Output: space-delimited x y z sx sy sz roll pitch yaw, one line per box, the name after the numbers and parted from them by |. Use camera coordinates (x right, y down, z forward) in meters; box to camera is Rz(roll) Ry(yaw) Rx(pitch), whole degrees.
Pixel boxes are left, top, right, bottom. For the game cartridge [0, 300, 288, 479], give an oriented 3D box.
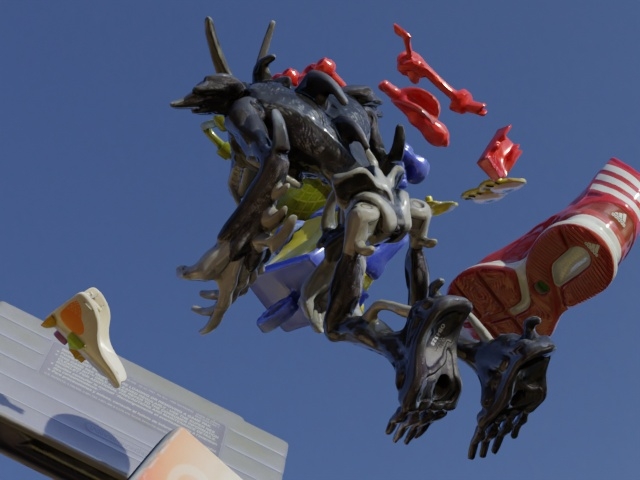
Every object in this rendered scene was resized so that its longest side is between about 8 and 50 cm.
-0.207 0.200 1.800 0.355 0.230 0.068 27 -74 -6 | game cartridge

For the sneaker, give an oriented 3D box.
0.199 0.011 1.406 0.087 0.128 0.221 53 -32 -5 | sneaker

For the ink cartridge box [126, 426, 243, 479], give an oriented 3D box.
-0.038 0.189 0.807 0.179 0.145 0.045 39 -57 0 | ink cartridge box

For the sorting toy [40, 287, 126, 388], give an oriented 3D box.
-0.171 0.078 1.323 0.045 0.083 0.075 -35 -89 -1 | sorting toy

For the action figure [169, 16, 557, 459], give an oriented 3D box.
0.000 0.000 0.957 0.164 0.276 0.141 5 -52 -46 | action figure

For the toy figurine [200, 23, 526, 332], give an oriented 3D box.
-0.020 -0.011 1.505 0.191 0.217 0.362 47 -32 -20 | toy figurine
